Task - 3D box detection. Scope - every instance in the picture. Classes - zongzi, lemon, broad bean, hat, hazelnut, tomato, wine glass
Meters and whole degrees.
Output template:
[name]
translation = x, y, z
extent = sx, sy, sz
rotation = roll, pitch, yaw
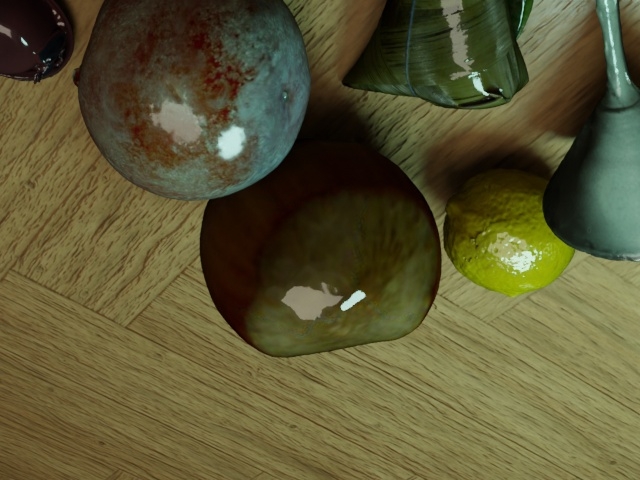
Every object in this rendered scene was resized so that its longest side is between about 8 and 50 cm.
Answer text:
[zongzi]
translation = 0.110, -0.305, 1.335
extent = 0.300, 0.138, 0.286
rotation = 9, 132, 40
[lemon]
translation = 0.291, -0.013, 1.542
extent = 0.231, 0.192, 0.192
rotation = 22, 136, -22
[broad bean]
translation = 0.250, -0.346, 1.304
extent = 0.061, 0.046, 0.195
rotation = 0, 132, 27
[hat]
translation = -0.458, -0.299, 1.441
extent = 0.205, 0.089, 0.205
rotation = 4, 137, 4
[hazelnut]
translation = 0.003, 0.004, 1.488
extent = 0.365, 0.366, 0.366
rotation = 5, 137, 4
[tomato]
translation = -0.165, -0.208, 1.326
extent = 0.282, 0.317, 0.317
rotation = 16, 141, 25
[wine glass]
translation = 0.384, -0.210, 1.295
extent = 0.267, 0.267, 0.406
rotation = -9, 128, 18
